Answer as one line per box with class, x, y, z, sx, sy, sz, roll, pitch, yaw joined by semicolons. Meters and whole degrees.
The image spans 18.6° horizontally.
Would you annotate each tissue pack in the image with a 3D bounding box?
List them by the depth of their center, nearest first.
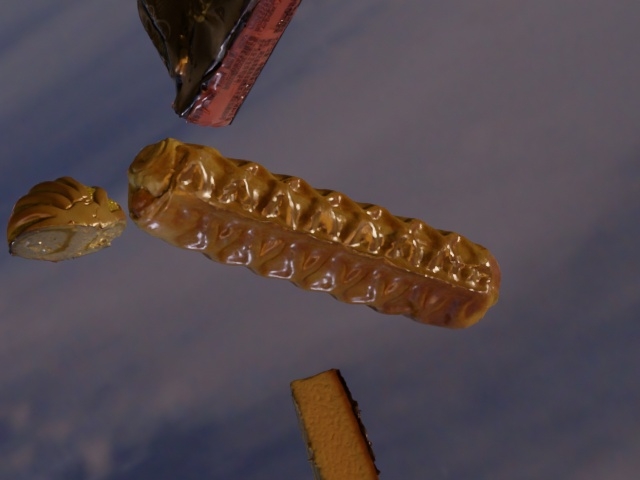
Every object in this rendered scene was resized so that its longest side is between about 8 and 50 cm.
tissue pack;-0.107;-0.326;2.393;0.332;0.123;0.245;-55;-144;37

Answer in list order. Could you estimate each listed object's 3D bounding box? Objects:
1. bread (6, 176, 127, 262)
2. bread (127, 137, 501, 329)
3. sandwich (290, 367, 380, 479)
bread;-0.290;-0.029;2.246;0.083;0.157;0.094;-45;-130;35
bread;0.001;-0.001;1.637;0.077;0.367;0.084;-18;-120;53
sandwich;0.028;0.230;1.724;0.058;0.162;0.193;-17;-120;-3
